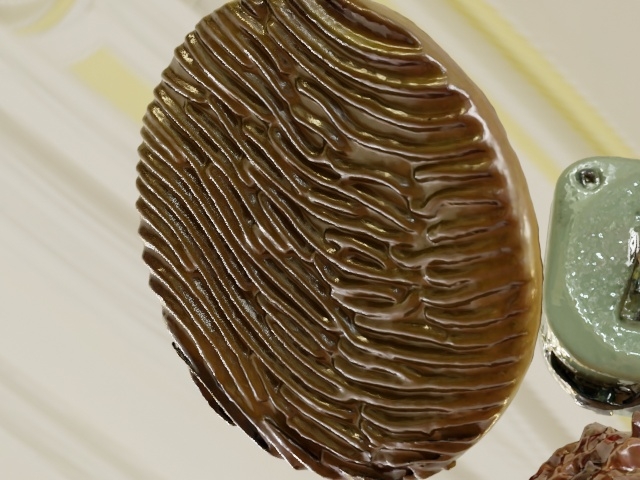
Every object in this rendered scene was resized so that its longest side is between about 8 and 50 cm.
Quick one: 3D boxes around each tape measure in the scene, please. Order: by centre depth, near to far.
[{"bbox_3d":[0.281,0.041,1.386,0.235,0.207,0.115,7,-26,7],"label":"tape measure"}]

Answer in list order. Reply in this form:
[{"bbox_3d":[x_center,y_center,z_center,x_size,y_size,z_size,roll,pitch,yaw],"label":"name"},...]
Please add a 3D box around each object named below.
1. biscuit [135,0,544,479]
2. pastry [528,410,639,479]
[{"bbox_3d":[0.000,0.000,1.150,0.318,0.040,0.317,14,-67,37],"label":"biscuit"},{"bbox_3d":[0.088,0.146,0.625,0.115,0.208,0.097,-29,-77,29],"label":"pastry"}]
